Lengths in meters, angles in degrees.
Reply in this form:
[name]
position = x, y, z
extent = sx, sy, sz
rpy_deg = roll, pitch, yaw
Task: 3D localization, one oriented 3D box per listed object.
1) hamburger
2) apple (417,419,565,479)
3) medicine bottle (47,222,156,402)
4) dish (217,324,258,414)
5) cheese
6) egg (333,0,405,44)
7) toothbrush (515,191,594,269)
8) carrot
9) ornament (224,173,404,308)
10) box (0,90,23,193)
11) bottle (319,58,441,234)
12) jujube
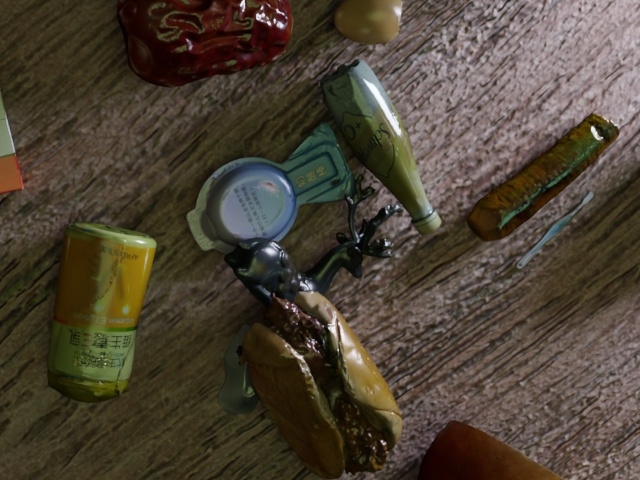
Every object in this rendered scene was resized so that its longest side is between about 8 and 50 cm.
[hamburger]
position = 0.009, 0.214, 1.870
extent = 0.155, 0.282, 0.245
rpy_deg = -40, 71, -22
[apple]
position = 0.317, 0.405, 1.892
extent = 0.328, 0.365, 0.295
rpy_deg = -3, 99, -25
[medicine bottle]
position = -0.301, 0.100, 1.814
extent = 0.124, 0.124, 0.239
rpy_deg = 8, 94, -15
[dish]
position = -0.096, 0.190, 1.918
extent = 0.091, 0.039, 0.137
rpy_deg = 26, 89, -16
[cheese]
position = -0.071, -0.063, 1.883
extent = 0.244, 0.052, 0.135
rpy_deg = -28, 106, -11
[egg]
position = 0.067, -0.312, 1.869
extent = 0.096, 0.080, 0.080
rpy_deg = 4, 97, -7
[toothbrush]
position = 0.350, -0.015, 2.012
extent = 0.162, 0.017, 0.014
rpy_deg = -45, 99, -5
[carrot]
position = 0.327, -0.094, 1.972
extent = 0.260, 0.070, 0.070
rpy_deg = -40, 105, -7
[ornament]
position = 0.000, 0.000, 1.870
extent = 0.236, 0.080, 0.202
rpy_deg = -43, 132, 0
[box]
position = -0.459, -0.132, 1.782
extent = 0.100, 0.048, 0.152
rpy_deg = -13, 103, -10
[bottle]
position = 0.094, -0.126, 1.899
extent = 0.083, 0.083, 0.270
rpy_deg = -34, 105, -7
[jujube]
position = -0.155, -0.285, 1.787
extent = 0.230, 0.155, 0.155
rpy_deg = -9, 100, -21
